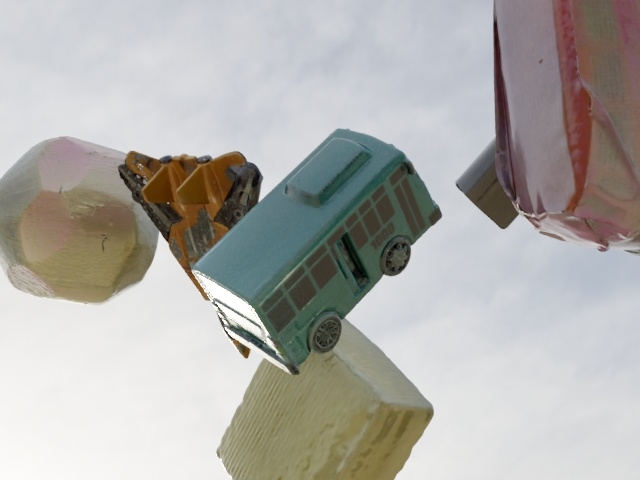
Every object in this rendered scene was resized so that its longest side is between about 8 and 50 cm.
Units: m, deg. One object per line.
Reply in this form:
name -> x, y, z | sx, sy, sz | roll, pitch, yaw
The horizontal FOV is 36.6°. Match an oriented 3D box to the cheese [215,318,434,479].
cheese -> -0.003, 0.263, 1.339 | 0.123, 0.242, 0.266 | 13, -67, -40

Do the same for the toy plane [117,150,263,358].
toy plane -> -0.128, 0.021, 1.250 | 0.204, 0.103, 0.316 | 3, -46, 26

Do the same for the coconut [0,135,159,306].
coconut -> -0.347, -0.031, 1.327 | 0.230, 0.227, 0.227 | 15, -47, -28

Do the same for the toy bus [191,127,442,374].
toy bus -> 0.000, 0.000, 1.044 | 0.256, 0.128, 0.147 | -46, -46, -19

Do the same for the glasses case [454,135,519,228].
glasses case -> 0.219, -0.101, 0.952 | 0.072, 0.042, 0.191 | 35, -77, -22

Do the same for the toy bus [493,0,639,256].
toy bus -> 0.225, -0.140, 0.786 | 0.147, 0.303, 0.127 | 2, -11, -23
